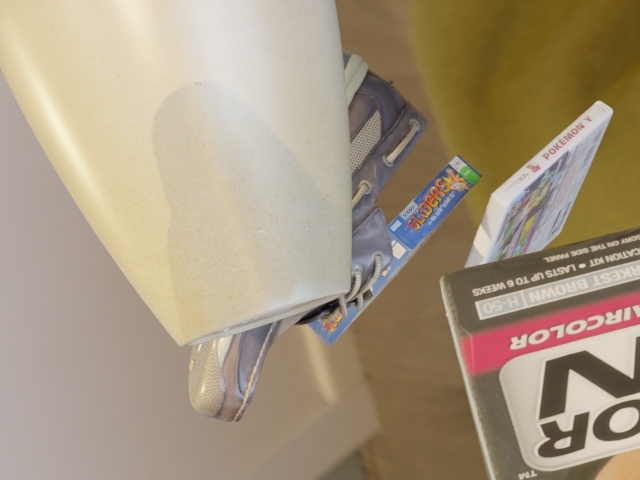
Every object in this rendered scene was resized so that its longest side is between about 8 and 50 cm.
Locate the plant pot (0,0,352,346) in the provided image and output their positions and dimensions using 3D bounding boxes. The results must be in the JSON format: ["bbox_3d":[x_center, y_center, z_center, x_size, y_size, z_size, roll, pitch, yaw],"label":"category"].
[{"bbox_3d":[-0.080,-0.073,1.256,0.256,0.256,0.274,-25,83,49],"label":"plant pot"}]

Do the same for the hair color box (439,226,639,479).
[{"bbox_3d":[0.166,0.132,0.600,0.185,0.374,0.113,-15,123,3],"label":"hair color box"}]

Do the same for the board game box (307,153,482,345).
[{"bbox_3d":[0.073,0.012,1.782,0.035,0.136,0.201,42,141,4],"label":"board game box"}]

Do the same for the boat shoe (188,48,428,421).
[{"bbox_3d":[0.000,0.000,1.503,0.130,0.355,0.132,26,157,-5],"label":"boat shoe"}]

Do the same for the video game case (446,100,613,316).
[{"bbox_3d":[0.207,-0.026,1.774,0.023,0.183,0.201,38,144,17],"label":"video game case"}]
